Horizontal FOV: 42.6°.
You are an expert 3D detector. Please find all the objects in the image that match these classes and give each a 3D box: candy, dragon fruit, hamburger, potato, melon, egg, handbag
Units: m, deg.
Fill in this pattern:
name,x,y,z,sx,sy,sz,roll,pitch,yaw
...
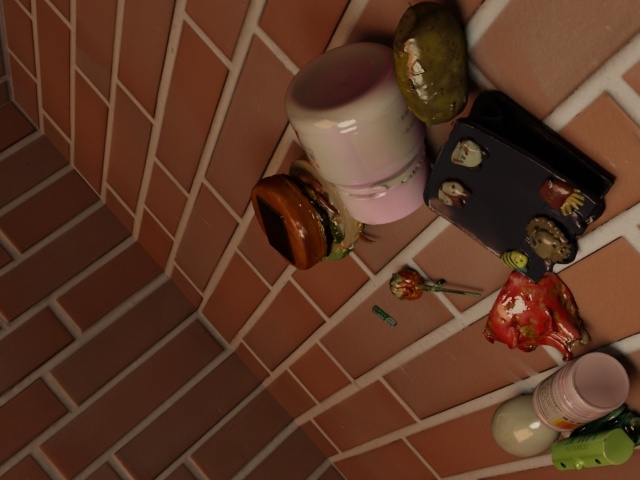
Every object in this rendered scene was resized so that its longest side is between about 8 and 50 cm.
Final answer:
name,x,y,z,sx,sy,sz,roll,pitch,yaw
candy,0.284,0.120,2.050,0.084,0.078,0.288,31,164,-35
dragon fruit,0.468,0.181,1.767,0.212,0.134,0.262,27,146,24
hamburger,-0.024,-0.074,2.106,0.291,0.225,0.291,45,153,30
potato,0.202,-0.324,1.500,0.113,0.149,0.251,33,156,50
melon,0.000,0.001,2.396,0.262,0.053,0.113,20,123,40
egg,0.513,0.459,2.037,0.151,0.151,0.209,48,150,4
handbag,0.371,-0.088,1.580,0.329,0.122,0.303,41,152,16

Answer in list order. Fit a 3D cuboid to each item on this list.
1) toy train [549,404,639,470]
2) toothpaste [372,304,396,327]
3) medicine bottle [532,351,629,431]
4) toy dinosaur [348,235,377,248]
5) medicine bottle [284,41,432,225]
name,x,y,z,sx,sy,sz,roll,pitch,yaw
toy train,0.622,0.460,1.855,0.105,0.157,0.253,50,156,4
toothpaste,0.186,0.223,2.400,0.083,0.017,0.020,38,151,24
medicine bottle,0.561,0.332,1.784,0.133,0.133,0.249,44,159,13
toy dinosaur,0.079,-0.032,2.215,0.187,0.044,0.106,-8,103,62
medicine bottle,0.093,-0.215,1.697,0.256,0.256,0.324,25,154,42
